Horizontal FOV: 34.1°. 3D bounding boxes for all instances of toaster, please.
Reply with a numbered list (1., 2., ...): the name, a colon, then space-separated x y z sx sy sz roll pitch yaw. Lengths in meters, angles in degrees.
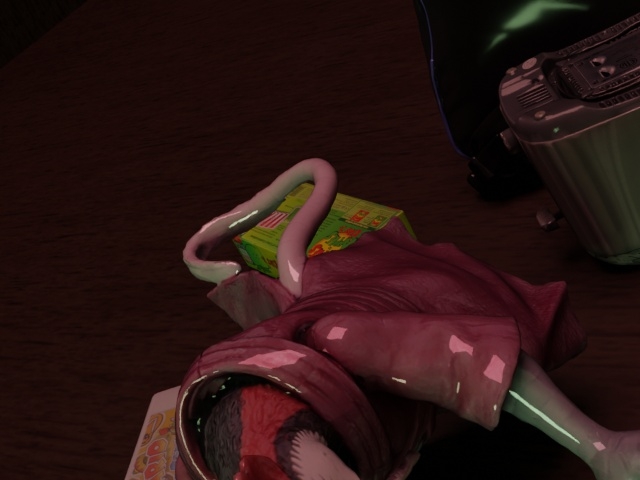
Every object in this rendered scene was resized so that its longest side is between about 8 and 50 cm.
1. toaster: 0.252 -0.086 0.757 0.227 0.146 0.129 -26 28 9

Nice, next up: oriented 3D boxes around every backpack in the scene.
1. backpack: 0.228 -0.207 0.901 0.263 0.276 0.213 -8 21 30

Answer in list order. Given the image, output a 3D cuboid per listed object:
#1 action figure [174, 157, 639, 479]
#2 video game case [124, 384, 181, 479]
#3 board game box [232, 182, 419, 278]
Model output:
1. action figure: 0.019 0.059 0.536 0.248 0.275 0.370 -38 -7 17
2. video game case: -0.056 0.164 0.757 0.206 0.026 0.227 -20 29 18
3. board game box: 0.000 0.000 0.965 0.092 0.043 0.181 -40 28 -18
